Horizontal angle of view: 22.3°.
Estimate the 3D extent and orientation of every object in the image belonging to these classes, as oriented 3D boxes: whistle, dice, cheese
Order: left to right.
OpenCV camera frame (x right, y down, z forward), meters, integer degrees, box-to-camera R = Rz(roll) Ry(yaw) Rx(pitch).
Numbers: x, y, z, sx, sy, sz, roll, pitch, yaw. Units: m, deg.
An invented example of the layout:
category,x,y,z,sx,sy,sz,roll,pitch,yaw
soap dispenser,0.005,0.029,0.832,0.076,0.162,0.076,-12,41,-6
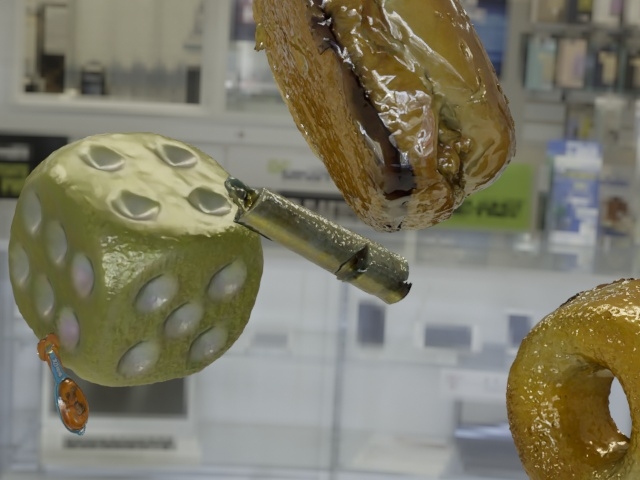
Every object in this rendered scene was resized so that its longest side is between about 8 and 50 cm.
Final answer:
category,x,y,z,sx,sy,sz,roll,pitch,yaw
cheese,-0.258,0.146,1.631,0.017,0.111,0.047,-12,18,25
dice,-0.225,0.020,1.959,0.233,0.227,0.238,-10,41,-37
whistle,-0.001,0.001,1.917,0.326,0.057,0.068,28,21,-47

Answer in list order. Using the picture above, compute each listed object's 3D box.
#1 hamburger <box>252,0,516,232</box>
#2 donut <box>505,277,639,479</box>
category,x,y,z,sx,sy,sz,roll,pitch,yaw
hamburger,0.051,-0.158,1.438,0.174,0.304,0.284,-30,0,-2
donut,0.313,0.183,1.744,0.277,0.277,0.108,13,14,42
